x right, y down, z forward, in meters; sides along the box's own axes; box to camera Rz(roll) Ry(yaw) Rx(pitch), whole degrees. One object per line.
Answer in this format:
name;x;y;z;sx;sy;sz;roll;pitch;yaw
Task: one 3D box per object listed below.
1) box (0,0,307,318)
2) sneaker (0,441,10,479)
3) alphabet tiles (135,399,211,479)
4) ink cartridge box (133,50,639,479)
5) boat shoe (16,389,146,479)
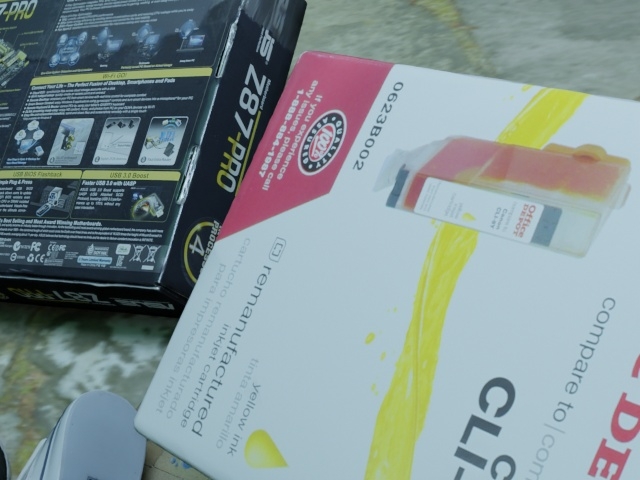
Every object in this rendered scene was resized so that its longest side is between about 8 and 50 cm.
box;-0.228;-0.096;1.201;0.395;0.097;0.318;1;69;36
sneaker;-0.290;0.152;0.968;0.105;0.147;0.296;-3;26;-15
alphabet tiles;-0.029;0.173;0.916;0.342;0.011;0.285;12;55;41
ink cartridge box;0.102;0.062;0.719;0.385;0.160;0.279;19;82;49
boat shoe;-0.186;0.229;0.895;0.084;0.095;0.258;-39;24;39
